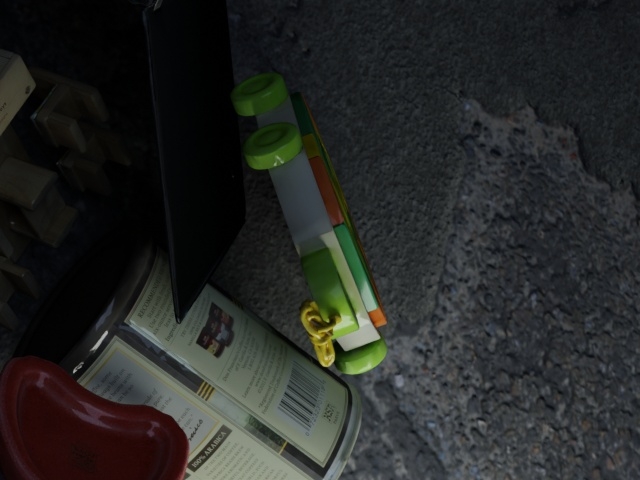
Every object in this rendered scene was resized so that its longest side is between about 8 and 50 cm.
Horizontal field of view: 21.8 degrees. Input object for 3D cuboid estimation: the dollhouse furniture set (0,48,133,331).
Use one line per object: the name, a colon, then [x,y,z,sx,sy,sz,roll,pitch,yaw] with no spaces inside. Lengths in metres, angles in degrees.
dollhouse furniture set: [-0.321,-0.080,1.517,0.212,0.161,0.242,-59,154,-24]

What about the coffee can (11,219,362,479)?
coffee can: [-0.128,0.142,1.560,0.275,0.201,0.201,39,65,-19]

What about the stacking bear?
stacking bear: [-0.259,0.271,1.434,0.175,0.289,0.164,26,31,-14]

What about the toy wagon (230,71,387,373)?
toy wagon: [0.000,0.000,1.597,0.068,0.344,0.267,-21,119,3]

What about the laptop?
laptop: [-0.215,-0.173,1.517,0.408,0.382,0.236,30,105,-2]
